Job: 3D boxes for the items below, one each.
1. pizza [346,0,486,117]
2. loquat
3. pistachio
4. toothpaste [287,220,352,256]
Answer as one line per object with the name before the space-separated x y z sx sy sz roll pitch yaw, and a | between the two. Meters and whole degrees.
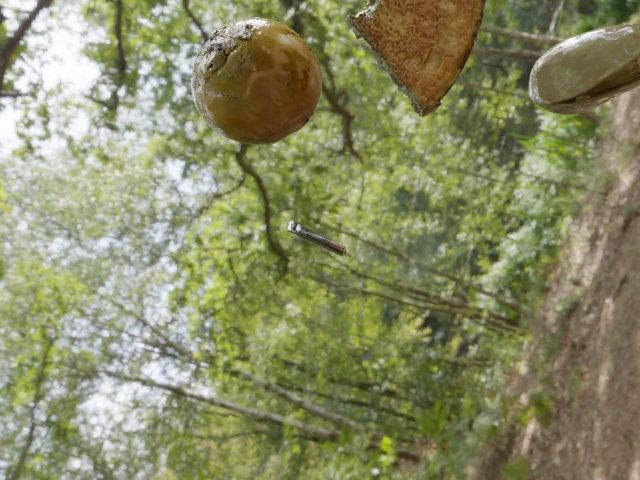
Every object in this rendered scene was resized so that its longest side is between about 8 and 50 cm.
pizza | 0.154 -0.374 1.306 0.089 0.223 0.323 180 108 -76
loquat | -0.117 -0.287 1.445 0.235 0.235 0.235 15 -90 -81
pistachio | 0.451 -0.281 1.318 0.126 0.223 0.152 50 -144 -28
toothpaste | 0.000 0.000 1.564 0.021 0.140 0.037 -58 12 33
